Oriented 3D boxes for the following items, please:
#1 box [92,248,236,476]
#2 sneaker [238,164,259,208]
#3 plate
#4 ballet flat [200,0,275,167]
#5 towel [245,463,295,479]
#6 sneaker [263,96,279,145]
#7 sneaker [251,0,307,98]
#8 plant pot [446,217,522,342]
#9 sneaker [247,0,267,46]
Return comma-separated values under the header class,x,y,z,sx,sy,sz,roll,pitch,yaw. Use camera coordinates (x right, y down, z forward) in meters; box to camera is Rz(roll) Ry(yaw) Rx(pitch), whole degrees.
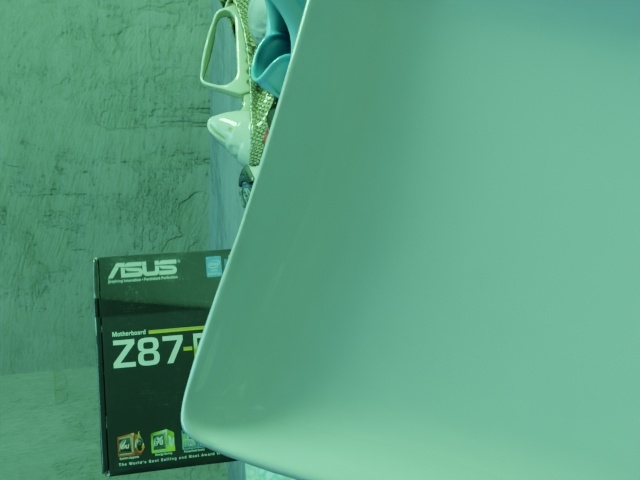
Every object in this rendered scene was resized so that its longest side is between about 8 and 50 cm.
class,x,y,z,sx,sy,sz,roll,pitch,yaw
box,-0.137,0.173,1.196,0.097,0.394,0.319,144,123,-76
sneaker,0.000,0.000,1.147,0.297,0.129,0.111,61,156,0
plate,0.104,-0.005,0.354,0.045,0.277,0.278,43,-117,-75
ballet flat,-0.149,-0.299,1.566,0.164,0.181,0.483,150,115,-74
towel,0.027,0.073,0.737,0.320,0.090,0.375,-37,46,42
sneaker,-0.039,-0.163,1.327,0.276,0.097,0.135,-108,18,-49
sneaker,0.006,-0.177,0.820,0.366,0.150,0.135,65,179,-33
plant pot,0.157,0.079,0.464,0.188,0.187,0.167,110,140,-58
sneaker,-0.064,-0.387,1.358,0.290,0.105,0.123,128,139,-68
